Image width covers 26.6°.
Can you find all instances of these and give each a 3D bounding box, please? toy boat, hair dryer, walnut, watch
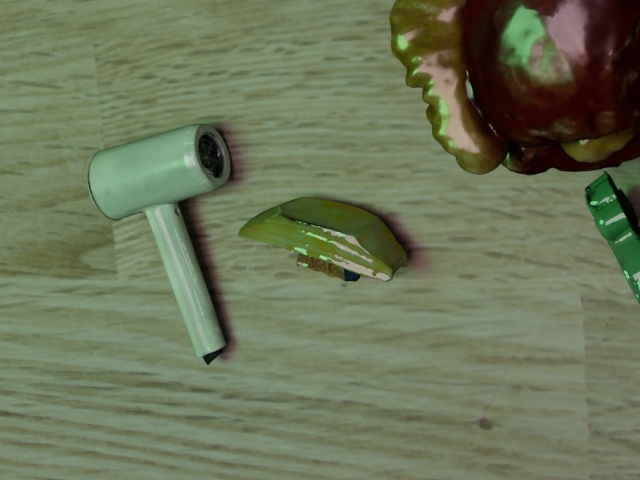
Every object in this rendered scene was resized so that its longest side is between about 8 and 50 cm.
[{"bbox_3d":[0.000,0.000,1.270,0.172,0.065,0.066,17,127,26],"label":"toy boat"},{"bbox_3d":[-0.135,0.011,1.337,0.131,0.073,0.236,-13,97,27],"label":"hair dryer"},{"bbox_3d":[0.178,-0.188,1.058,0.244,0.222,0.269,-5,84,16],"label":"walnut"},{"bbox_3d":[0.311,-0.006,1.078,0.152,0.131,0.165,-28,86,18],"label":"watch"}]
